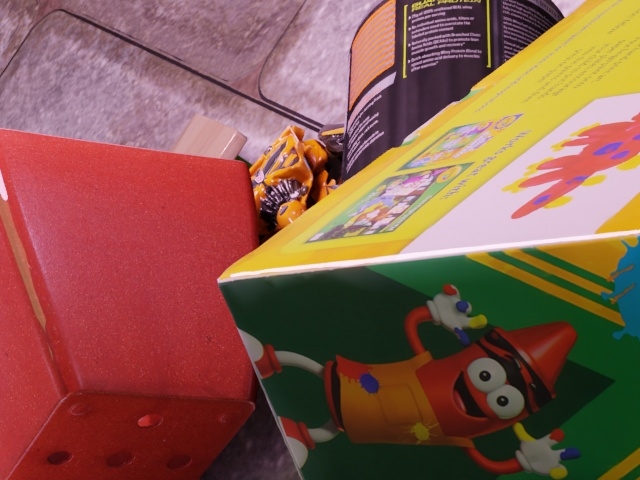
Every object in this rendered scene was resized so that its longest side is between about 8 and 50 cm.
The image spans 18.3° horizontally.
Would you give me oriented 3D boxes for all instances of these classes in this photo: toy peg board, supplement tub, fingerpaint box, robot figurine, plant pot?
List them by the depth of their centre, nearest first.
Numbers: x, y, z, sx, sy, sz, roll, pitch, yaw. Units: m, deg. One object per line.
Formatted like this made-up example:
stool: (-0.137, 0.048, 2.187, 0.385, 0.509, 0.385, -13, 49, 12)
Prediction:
fingerpaint box: (0.230, -0.023, 1.133, 0.371, 0.163, 0.445, -8, 21, 41)
supplement tub: (0.114, -0.086, 1.585, 0.193, 0.193, 0.316, -31, 35, 30)
plant pot: (-0.197, 0.092, 1.696, 0.267, 0.267, 0.236, -52, 46, 38)
robot figurine: (0.000, 0.000, 1.753, 0.211, 0.085, 0.291, -48, 36, 8)
toy peg board: (-0.117, -0.029, 1.936, 0.161, 0.079, 0.160, -56, 20, -2)
